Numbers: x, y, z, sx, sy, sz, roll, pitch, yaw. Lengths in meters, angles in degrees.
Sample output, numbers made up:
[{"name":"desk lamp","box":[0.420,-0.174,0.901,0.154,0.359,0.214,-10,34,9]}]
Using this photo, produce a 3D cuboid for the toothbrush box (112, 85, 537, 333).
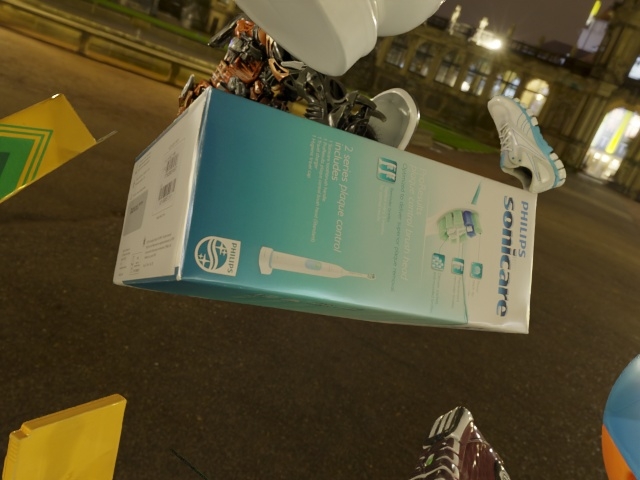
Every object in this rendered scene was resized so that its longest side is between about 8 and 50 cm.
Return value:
[{"name":"toothbrush box","box":[0.000,0.000,0.491,0.296,0.126,0.216,13,-11,-27]}]

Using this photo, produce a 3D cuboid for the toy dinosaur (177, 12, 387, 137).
[{"name":"toy dinosaur","box":[-0.034,-0.211,0.710,0.164,0.322,0.218,-20,78,-51]}]

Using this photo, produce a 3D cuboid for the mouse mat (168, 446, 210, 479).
[{"name":"mouse mat","box":[-0.159,0.346,0.821,0.153,0.007,0.189,40,-23,0]}]

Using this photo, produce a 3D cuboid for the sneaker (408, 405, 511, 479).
[{"name":"sneaker","box":[0.196,0.372,0.779,0.162,0.106,0.281,45,44,1]}]

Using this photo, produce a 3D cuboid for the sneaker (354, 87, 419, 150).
[{"name":"sneaker","box":[0.024,-0.145,0.981,0.178,0.295,0.123,-26,79,-44]}]

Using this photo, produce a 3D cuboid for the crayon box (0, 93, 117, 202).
[{"name":"crayon box","box":[-0.432,-0.080,0.717,0.083,0.203,0.323,60,27,-19]}]

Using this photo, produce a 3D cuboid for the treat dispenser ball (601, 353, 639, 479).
[{"name":"treat dispenser ball","box":[0.466,0.235,0.623,0.288,0.288,0.288,19,17,-6]}]

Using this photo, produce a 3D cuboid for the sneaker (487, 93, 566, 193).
[{"name":"sneaker","box":[0.331,-0.160,0.968,0.190,0.083,0.071,60,-13,11]}]

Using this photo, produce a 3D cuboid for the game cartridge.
[{"name":"game cartridge","box":[-0.617,0.552,1.366,0.053,0.323,0.285,18,10,30]}]

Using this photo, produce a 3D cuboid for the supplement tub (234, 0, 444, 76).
[{"name":"supplement tub","box":[0.060,-0.322,0.447,0.241,0.331,0.241,43,-1,1]}]
